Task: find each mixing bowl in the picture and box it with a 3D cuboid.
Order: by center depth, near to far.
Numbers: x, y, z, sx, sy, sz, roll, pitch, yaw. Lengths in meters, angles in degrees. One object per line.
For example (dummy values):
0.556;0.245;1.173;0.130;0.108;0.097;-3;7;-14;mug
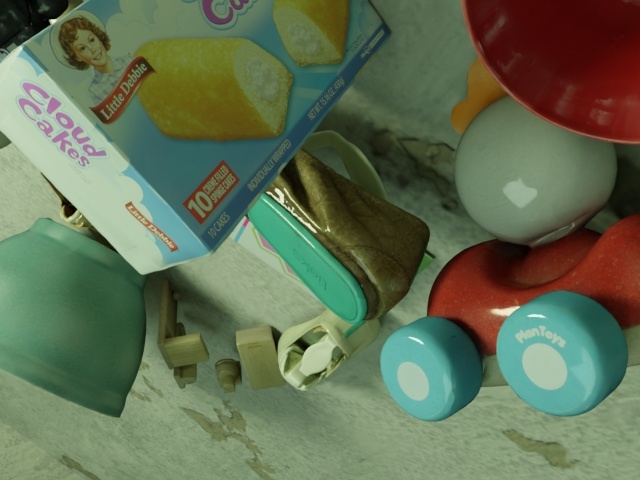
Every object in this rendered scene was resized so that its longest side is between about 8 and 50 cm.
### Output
0.180;-0.155;0.389;0.181;0.098;0.181;22;143;18;mixing bowl

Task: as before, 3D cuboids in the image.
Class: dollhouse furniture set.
-0.142;0.135;1.037;0.151;0.123;0.144;-10;134;0;dollhouse furniture set

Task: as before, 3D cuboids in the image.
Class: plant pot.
-0.362;0.091;0.982;0.293;0.196;0.293;24;165;7;plant pot

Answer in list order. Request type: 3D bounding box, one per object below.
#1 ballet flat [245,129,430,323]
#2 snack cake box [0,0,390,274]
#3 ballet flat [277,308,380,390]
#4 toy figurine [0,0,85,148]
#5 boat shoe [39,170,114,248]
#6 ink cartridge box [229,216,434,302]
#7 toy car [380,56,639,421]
-0.043;-0.071;0.623;0.342;0.124;0.116;38;149;21;ballet flat
-0.075;-0.123;0.486;0.089;0.264;0.152;-15;122;46;snack cake box
-0.011;0.144;0.896;0.086;0.086;0.248;37;144;-2;ballet flat
-0.243;-0.188;0.596;0.213;0.209;0.148;-7;133;42;toy figurine
-0.322;-0.047;0.945;0.063;0.059;0.170;9;137;32;boat shoe
0.000;0.000;0.739;0.209;0.062;0.109;36;144;-2;ink cartridge box
0.150;-0.019;0.531;0.210;0.219;0.238;-20;89;50;toy car
